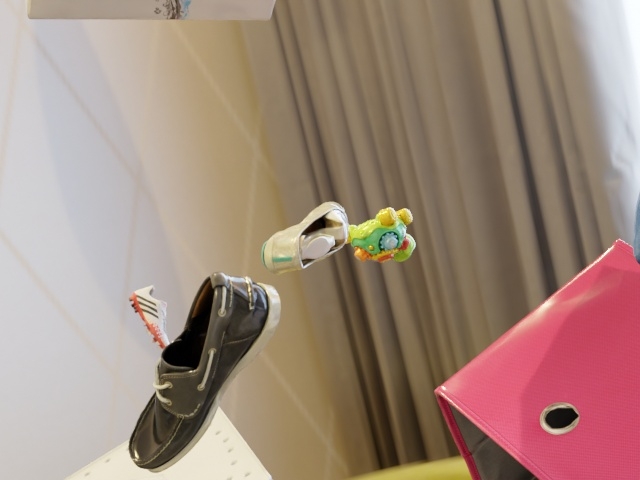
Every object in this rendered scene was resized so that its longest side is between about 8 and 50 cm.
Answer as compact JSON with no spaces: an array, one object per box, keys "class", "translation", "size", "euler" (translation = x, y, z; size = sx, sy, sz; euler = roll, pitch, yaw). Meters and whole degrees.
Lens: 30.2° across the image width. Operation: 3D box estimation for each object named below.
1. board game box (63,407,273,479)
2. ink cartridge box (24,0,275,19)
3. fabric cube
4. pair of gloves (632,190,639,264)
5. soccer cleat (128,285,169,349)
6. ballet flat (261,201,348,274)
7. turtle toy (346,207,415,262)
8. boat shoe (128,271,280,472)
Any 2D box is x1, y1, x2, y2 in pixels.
[{"class":"board game box","translation":[-0.279,0.404,1.755],"size":[0.390,0.050,0.390],"euler":[-31,19,-11]},{"class":"ink cartridge box","translation":[-0.153,-0.317,1.075],"size":[0.233,0.171,0.168],"euler":[-4,-34,-20]},{"class":"fabric cube","translation":[0.315,0.208,1.192],"size":[0.258,0.259,0.254],"euler":[-37,43,-12]},{"class":"pair of gloves","translation":[0.249,-0.029,0.651],"size":[0.023,0.159,0.198],"euler":[-10,5,-35]},{"class":"soccer cleat","translation":[-0.185,0.087,1.339],"size":[0.035,0.083,0.029],"euler":[-29,-26,-12]},{"class":"ballet flat","translation":[0.000,0.000,1.255],"size":[0.052,0.057,0.168],"euler":[-3,18,31]},{"class":"turtle toy","translation":[0.093,-0.002,1.725],"size":[0.095,0.066,0.130],"euler":[-24,-13,29]},{"class":"boat shoe","translation":[-0.132,0.128,1.156],"size":[0.079,0.233,0.084],"euler":[18,25,-39]}]
